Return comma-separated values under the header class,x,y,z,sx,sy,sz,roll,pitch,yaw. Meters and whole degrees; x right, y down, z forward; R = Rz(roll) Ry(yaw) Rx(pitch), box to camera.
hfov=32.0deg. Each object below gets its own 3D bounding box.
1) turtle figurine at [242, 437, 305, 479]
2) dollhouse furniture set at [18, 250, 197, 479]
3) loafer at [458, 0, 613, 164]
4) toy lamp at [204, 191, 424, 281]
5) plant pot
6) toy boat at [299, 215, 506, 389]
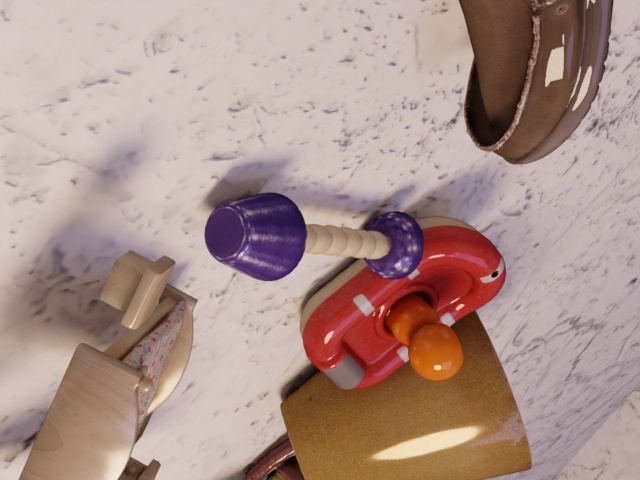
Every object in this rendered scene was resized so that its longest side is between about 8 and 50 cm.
class,x,y,z,sx,sy,sz,roll,pitch,yaw
turtle figurine,-0.049,0.396,1.469,0.266,0.198,0.275,-18,144,-28
dollhouse furniture set,-0.116,0.167,0.961,0.356,0.173,0.303,-64,177,16
loafer,0.148,-0.211,0.843,0.130,0.134,0.366,-6,135,-12
toy lamp,0.000,0.000,1.019,0.274,0.080,0.080,3,133,-54
plant pot,0.089,0.206,1.341,0.254,0.237,0.237,-21,153,0
toy boat,0.102,0.087,1.182,0.231,0.151,0.151,-39,138,2
